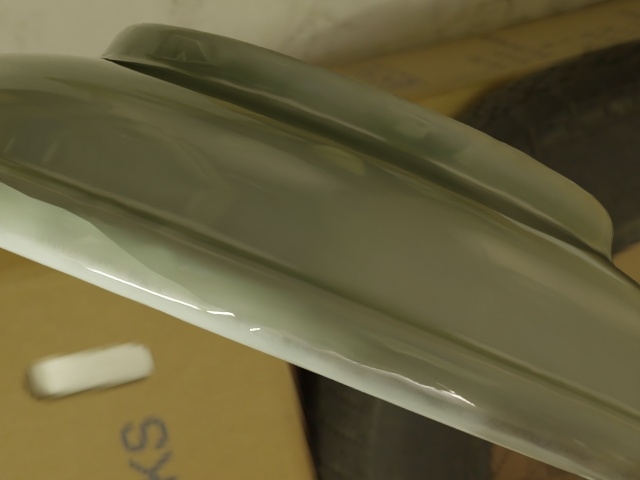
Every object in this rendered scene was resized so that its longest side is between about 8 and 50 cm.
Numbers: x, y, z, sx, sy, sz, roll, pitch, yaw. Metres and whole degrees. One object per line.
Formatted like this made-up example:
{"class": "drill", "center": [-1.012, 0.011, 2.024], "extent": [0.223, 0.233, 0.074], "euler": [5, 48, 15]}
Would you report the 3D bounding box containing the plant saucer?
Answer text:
{"class": "plant saucer", "center": [0.000, 0.000, 0.641], "extent": [0.400, 0.400, 0.101], "euler": [-177, 108, -76]}
